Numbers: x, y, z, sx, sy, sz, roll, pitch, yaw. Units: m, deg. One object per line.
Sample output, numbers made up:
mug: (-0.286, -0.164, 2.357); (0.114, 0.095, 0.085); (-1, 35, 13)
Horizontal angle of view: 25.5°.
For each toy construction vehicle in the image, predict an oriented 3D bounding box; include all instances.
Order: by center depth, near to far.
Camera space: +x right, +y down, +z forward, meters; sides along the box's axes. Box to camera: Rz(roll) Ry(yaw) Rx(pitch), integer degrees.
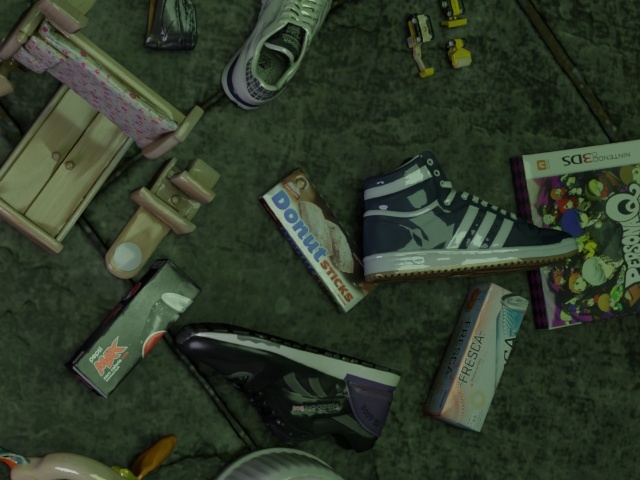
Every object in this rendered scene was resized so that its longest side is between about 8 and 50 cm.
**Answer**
toy construction vehicle: (0.151, -0.264, 1.813); (0.085, 0.035, 0.098); (-19, 96, -32)

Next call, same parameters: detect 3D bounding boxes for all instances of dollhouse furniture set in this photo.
dollhouse furniture set: (-0.231, -0.084, 1.478); (0.303, 0.355, 0.174); (37, 75, -16)

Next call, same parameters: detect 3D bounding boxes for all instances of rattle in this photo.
rattle: (-0.281, 0.237, 1.594); (0.199, 0.130, 0.143); (20, 67, 8)

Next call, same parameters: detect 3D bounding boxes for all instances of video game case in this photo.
video game case: (0.367, -0.011, 1.872); (0.210, 0.042, 0.232); (-8, 90, -20)

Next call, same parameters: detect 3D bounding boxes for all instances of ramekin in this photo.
ramekin: (-0.037, 0.349, 1.658); (0.207, 0.109, 0.207); (2, 86, -21)

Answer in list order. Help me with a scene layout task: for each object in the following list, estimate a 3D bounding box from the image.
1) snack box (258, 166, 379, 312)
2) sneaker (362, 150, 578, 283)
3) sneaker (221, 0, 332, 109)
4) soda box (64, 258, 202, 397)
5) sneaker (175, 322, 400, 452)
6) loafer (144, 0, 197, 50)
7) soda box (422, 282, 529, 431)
snack box: (0.000, 0.000, 1.740); (0.064, 0.022, 0.178); (-39, 101, -20)
sneaker: (0.183, -0.033, 1.758); (0.282, 0.099, 0.153); (-4, 80, -16)
sneaker: (-0.032, -0.265, 1.706); (0.090, 0.095, 0.235); (27, 76, -16)
soda box: (-0.216, 0.101, 1.634); (0.060, 0.053, 0.169); (44, 73, -13)
sneaker: (-0.043, 0.180, 1.672); (0.283, 0.107, 0.124); (17, 87, -19)
loafer: (-0.186, -0.308, 1.668); (0.061, 0.062, 0.170); (-7, 88, -17)
soda box: (0.196, 0.147, 1.788); (0.063, 0.058, 0.183); (26, 79, -18)
